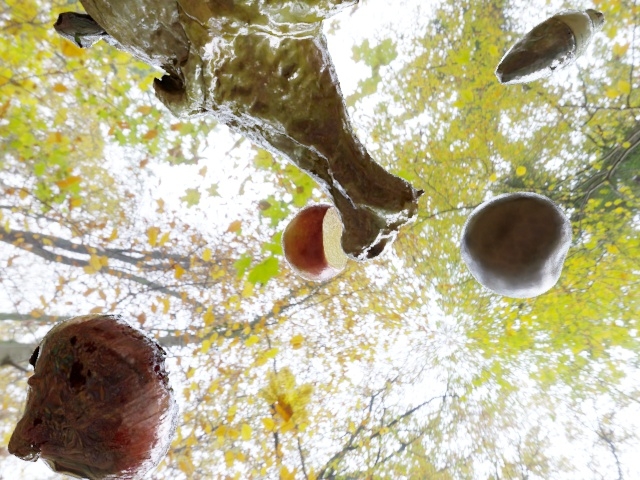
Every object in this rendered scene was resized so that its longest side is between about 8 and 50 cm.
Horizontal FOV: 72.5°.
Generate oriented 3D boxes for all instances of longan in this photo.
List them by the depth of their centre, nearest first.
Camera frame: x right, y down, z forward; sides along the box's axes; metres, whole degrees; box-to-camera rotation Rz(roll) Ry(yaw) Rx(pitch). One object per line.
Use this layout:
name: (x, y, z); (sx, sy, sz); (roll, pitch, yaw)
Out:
longan: (0.372, 0.007, 0.843); (0.198, 0.212, 0.198); (-13, -148, 9)

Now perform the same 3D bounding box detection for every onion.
onion: (-0.347, 0.237, 0.627); (0.272, 0.195, 0.272); (3, -84, 32)

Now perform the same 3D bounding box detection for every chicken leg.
chicken leg: (-0.027, -0.148, 0.378); (0.361, 0.211, 0.140); (34, -131, -16)

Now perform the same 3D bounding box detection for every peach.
peach: (0.000, 0.000, 1.085); (0.192, 0.190, 0.190); (-34, -109, 9)

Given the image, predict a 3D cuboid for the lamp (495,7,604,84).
lamp: (0.416, -0.352, 0.793); (0.250, 0.101, 0.101); (-32, -110, -10)
